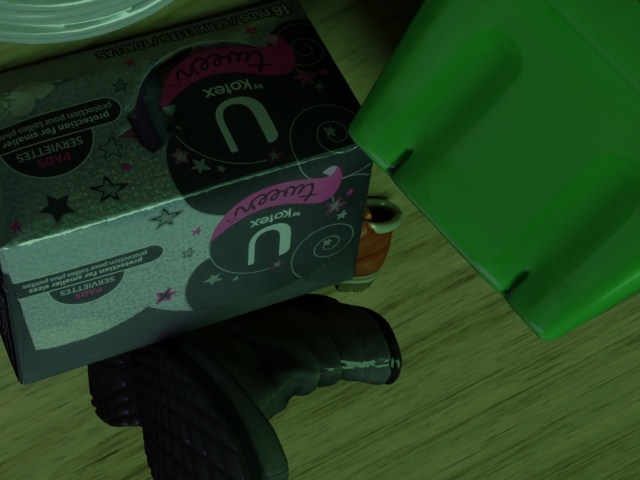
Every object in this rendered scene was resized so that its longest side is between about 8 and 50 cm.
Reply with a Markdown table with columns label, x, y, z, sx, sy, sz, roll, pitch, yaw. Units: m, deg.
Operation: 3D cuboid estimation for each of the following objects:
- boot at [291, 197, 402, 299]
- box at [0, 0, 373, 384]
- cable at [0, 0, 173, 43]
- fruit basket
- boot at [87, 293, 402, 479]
| label | x | y | z | sx | sy | sz | roll | pitch | yaw |
| --- | --- | --- | --- | --- | --- | --- | --- | --- | --- |
| boot | 0.000 | 0.000 | 1.170 | 0.158 | 0.059 | 0.084 | -7 | 140 | -45 |
| box | -0.105 | -0.033 | 0.946 | 0.247 | 0.142 | 0.163 | -18 | 148 | -18 |
| cable | -0.127 | -0.211 | 0.718 | 0.257 | 0.089 | 0.257 | -38 | 148 | 15 |
| fruit basket | 0.215 | -0.137 | 0.894 | 0.392 | 0.283 | 0.392 | -41 | 169 | -9 |
| boot | -0.033 | 0.100 | 1.074 | 0.223 | 0.338 | 0.118 | -8 | 108 | -22 |
